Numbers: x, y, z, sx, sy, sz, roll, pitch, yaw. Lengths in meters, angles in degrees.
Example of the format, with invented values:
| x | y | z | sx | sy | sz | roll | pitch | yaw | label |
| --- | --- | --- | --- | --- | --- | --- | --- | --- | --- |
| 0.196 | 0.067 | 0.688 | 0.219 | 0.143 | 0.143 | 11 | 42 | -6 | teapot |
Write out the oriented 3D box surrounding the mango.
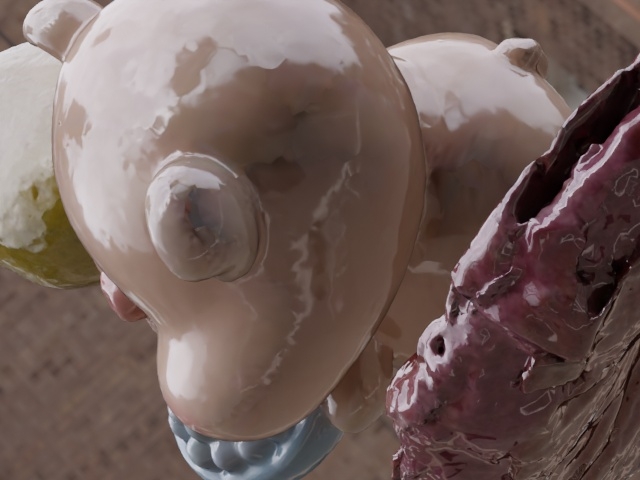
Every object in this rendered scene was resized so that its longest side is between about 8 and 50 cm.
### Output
| x | y | z | sx | sy | sz | roll | pitch | yaw | label |
| --- | --- | --- | --- | --- | --- | --- | --- | --- | --- |
| -0.209 | -0.070 | 1.435 | 0.142 | 0.332 | 0.195 | 36 | -100 | -44 | mango |

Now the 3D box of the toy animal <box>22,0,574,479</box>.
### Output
| x | y | z | sx | sy | sz | roll | pitch | yaw | label |
| --- | --- | --- | --- | --- | --- | --- | --- | --- | --- |
| 0.009 | -0.018 | 0.800 | 0.221 | 0.210 | 0.229 | -26 | -57 | -9 | toy animal |

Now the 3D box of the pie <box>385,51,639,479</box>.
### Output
| x | y | z | sx | sy | sz | roll | pitch | yaw | label |
| --- | --- | --- | --- | --- | --- | --- | --- | --- | --- |
| 0.071 | 0.006 | 0.383 | 0.153 | 0.038 | 0.153 | -39 | -21 | -18 | pie |
